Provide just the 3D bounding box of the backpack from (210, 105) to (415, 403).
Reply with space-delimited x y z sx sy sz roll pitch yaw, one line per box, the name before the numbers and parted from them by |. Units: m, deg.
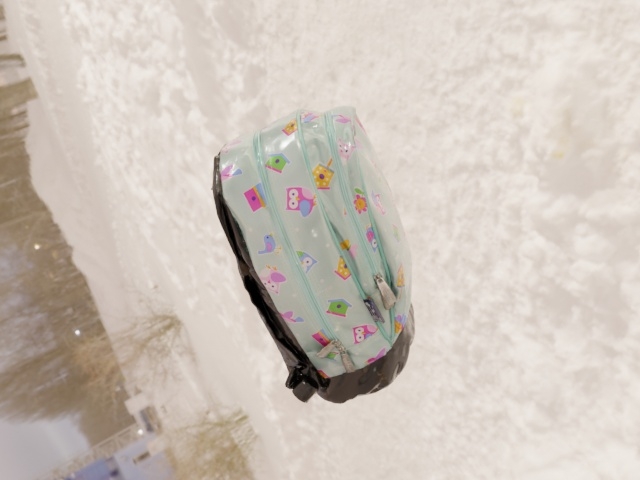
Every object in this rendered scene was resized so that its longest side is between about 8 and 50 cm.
backpack | 0.000 0.000 0.451 0.152 0.115 0.182 -105 -8 -60
